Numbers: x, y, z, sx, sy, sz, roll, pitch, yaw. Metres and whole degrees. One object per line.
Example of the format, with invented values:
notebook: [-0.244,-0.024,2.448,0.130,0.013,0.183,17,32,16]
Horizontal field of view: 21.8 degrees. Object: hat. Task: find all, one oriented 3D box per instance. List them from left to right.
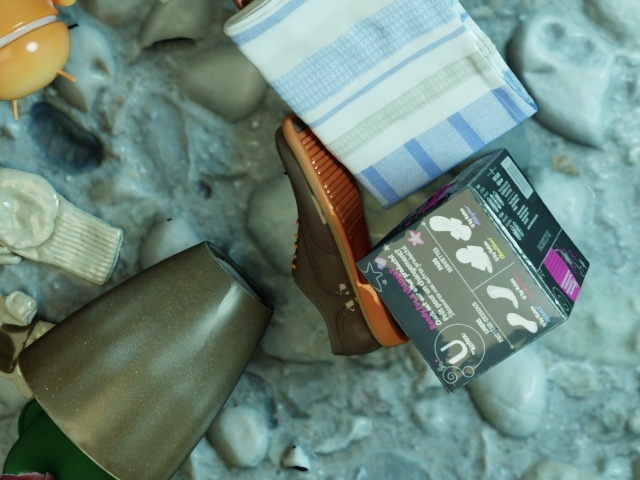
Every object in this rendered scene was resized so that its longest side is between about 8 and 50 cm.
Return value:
hat: [-0.330,0.281,1.825,0.173,0.183,0.208,13,123,34]

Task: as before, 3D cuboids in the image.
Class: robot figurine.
robot figurine: [-0.354,-0.242,1.784,0.158,0.128,0.219,-33,93,-24]

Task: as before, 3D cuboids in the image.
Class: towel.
towel: [0.063,-0.174,1.678,0.209,0.034,0.285,-32,120,18]

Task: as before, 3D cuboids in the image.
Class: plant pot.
plant pot: [-0.167,0.117,1.787,0.230,0.215,0.215,-44,89,5]

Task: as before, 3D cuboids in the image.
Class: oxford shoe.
oxford shoe: [0.000,0.000,1.764,0.098,0.097,0.271,-20,96,23]

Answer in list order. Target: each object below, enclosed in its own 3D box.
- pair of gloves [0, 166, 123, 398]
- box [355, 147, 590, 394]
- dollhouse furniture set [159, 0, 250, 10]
pair of gloves: [-0.354,0.038,1.888,0.204,0.042,0.240,32,107,6]
box: [0.155,0.024,1.647,0.142,0.247,0.163,-36,91,17]
dollhouse furniture set: [-0.098,-0.315,1.558,0.201,0.374,0.152,-37,86,36]
